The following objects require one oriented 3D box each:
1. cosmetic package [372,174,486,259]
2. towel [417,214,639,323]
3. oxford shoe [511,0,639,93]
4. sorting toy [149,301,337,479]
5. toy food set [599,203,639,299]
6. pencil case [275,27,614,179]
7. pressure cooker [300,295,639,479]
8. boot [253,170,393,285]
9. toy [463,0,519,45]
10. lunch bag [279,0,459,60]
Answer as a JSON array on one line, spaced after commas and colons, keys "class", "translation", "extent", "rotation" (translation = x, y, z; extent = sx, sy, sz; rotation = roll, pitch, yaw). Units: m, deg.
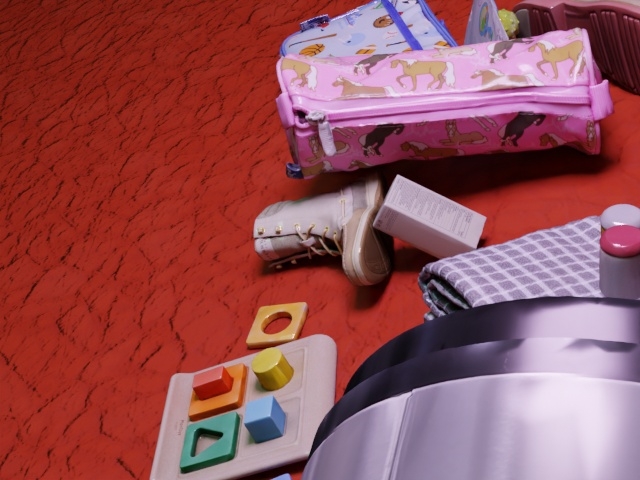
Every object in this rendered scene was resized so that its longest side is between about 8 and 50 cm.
[{"class": "cosmetic package", "translation": [0.123, -0.021, 1.390], "extent": [0.115, 0.041, 0.060], "rotation": [27, 44, 1]}, {"class": "towel", "translation": [0.248, 0.081, 1.096], "extent": [0.235, 0.121, 0.284], "rotation": [-14, 29, -20]}, {"class": "oxford shoe", "translation": [0.395, -0.275, 1.554], "extent": [0.130, 0.123, 0.348], "rotation": [-33, 35, -20]}, {"class": "sorting toy", "translation": [-0.083, 0.173, 1.306], "extent": [0.196, 0.047, 0.348], "rotation": [-15, 35, 14]}, {"class": "toy food set", "translation": [0.313, 0.008, 0.988], "extent": [0.111, 0.105, 0.232], "rotation": [-34, 42, -30]}, {"class": "pencil case", "translation": [0.143, -0.162, 1.462], "extent": [0.386, 0.160, 0.167], "rotation": [-4, 51, 6]}, {"class": "pressure cooker", "translation": [0.149, 0.229, 0.649], "extent": [0.369, 0.375, 0.420], "rotation": [17, 51, -1]}, {"class": "boot", "translation": [0.000, 0.000, 1.464], "extent": [0.165, 0.077, 0.213], "rotation": [-14, 28, 14]}, {"class": "toy", "translation": [0.235, -0.256, 1.638], "extent": [0.056, 0.137, 0.237], "rotation": [5, 35, -3]}, {"class": "lunch bag", "translation": [0.079, -0.236, 1.709], "extent": [0.243, 0.115, 0.303], "rotation": [-21, 35, 1]}]
